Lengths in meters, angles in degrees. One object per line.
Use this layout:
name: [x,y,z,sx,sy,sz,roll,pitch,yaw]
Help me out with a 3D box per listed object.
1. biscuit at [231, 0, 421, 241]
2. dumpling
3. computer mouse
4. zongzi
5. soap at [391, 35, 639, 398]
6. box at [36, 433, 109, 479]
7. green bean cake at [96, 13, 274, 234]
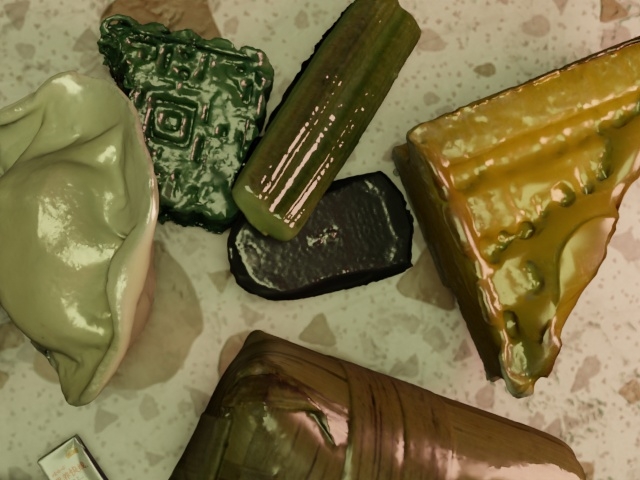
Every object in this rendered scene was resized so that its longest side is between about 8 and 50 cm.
biscuit: [0.011,-0.143,1.224,0.099,0.038,0.322,43,63,-22]
dumpling: [-0.221,-0.011,1.141,0.243,0.187,0.318,-35,71,32]
computer mouse: [0.000,0.000,1.250,0.217,0.073,0.122,-14,90,-15]
zongzi: [0.056,0.374,1.205,0.500,0.218,0.466,19,105,-13]
soap: [0.289,-0.034,1.245,0.339,0.169,0.304,-23,89,-7]
box: [-0.248,0.267,1.217,0.051,0.036,0.117,-35,91,-9]
green bean cake: [-0.157,-0.122,1.224,0.194,0.107,0.208,13,86,-7]
